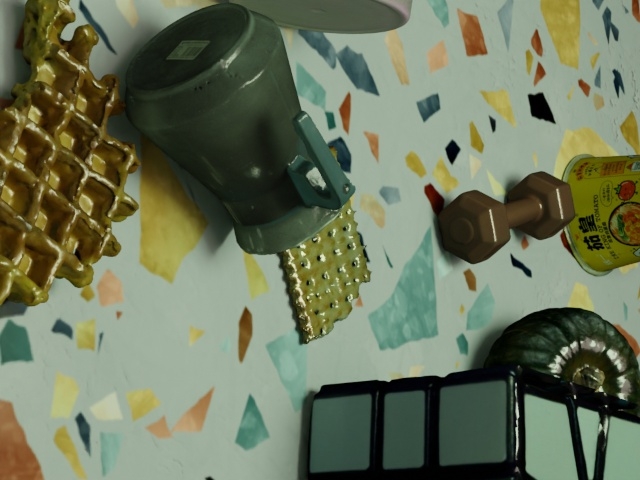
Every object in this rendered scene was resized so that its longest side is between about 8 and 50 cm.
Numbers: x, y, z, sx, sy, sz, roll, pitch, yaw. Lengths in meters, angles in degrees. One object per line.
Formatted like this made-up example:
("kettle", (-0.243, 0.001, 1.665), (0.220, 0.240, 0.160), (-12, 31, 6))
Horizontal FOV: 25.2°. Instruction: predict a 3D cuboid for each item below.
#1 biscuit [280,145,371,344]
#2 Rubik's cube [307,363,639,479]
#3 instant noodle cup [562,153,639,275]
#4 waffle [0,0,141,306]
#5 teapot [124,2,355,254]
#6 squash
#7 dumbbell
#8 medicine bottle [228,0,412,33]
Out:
("biscuit", (0.001, 0.000, 1.609), (0.144, 0.016, 0.203), (-22, 99, -50))
("Rubik's cube", (0.169, 0.304, 1.540), (0.288, 0.283, 0.293), (22, 62, -45))
("instant noodle cup", (0.452, -0.047, 2.058), (0.182, 0.144, 0.182), (14, 71, -48))
("waffle", (-0.271, -0.070, 1.264), (0.293, 0.069, 0.260), (-34, 110, -51))
("teapot", (-0.067, -0.104, 1.416), (0.171, 0.203, 0.225), (-49, 126, -23))
("squash", (0.305, 0.189, 1.811), (0.218, 0.172, 0.218), (-3, 94, -41))
("dumbbell", (0.243, -0.032, 1.852), (0.231, 0.092, 0.082), (-15, 66, -51))
("medicine bottle", (0.016, -0.390, 1.531), (0.241, 0.241, 0.302), (14, 81, -48))
